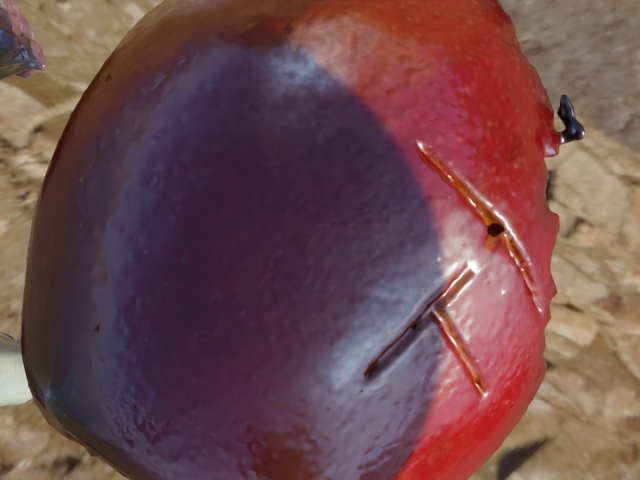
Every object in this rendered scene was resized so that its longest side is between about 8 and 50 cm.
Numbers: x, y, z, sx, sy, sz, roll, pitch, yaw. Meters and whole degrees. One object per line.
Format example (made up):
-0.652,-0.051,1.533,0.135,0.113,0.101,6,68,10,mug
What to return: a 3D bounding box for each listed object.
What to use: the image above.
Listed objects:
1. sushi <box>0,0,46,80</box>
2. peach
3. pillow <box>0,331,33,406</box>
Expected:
-0.263,-0.115,0.892,0.161,0.241,0.107,-23,86,4,sushi
0.000,0.000,0.585,0.196,0.190,0.226,31,82,6,peach
-0.363,0.126,1.534,0.181,0.134,0.078,0,95,-45,pillow
